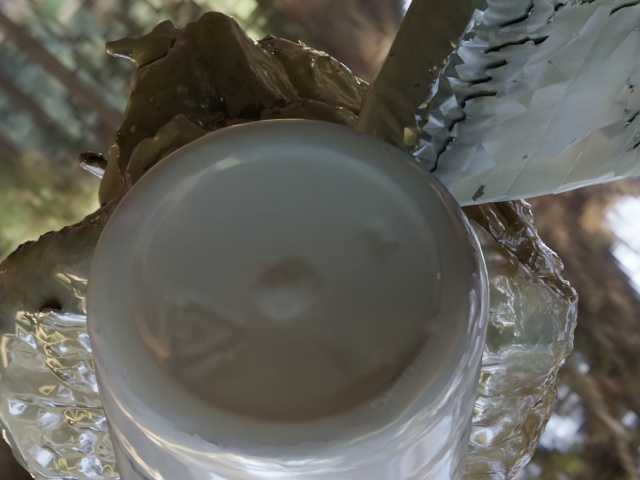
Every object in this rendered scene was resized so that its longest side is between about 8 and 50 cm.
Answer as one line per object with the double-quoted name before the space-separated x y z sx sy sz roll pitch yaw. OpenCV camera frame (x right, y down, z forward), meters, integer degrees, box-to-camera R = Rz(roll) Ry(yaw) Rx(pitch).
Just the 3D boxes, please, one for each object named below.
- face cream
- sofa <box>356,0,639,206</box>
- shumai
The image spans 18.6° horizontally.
"face cream" -0.007 0.071 0.488 0.082 0.082 0.269 -54 165 -24
"sofa" 0.055 -0.152 0.654 0.176 0.225 0.210 -12 140 -40
"shumai" 0.000 0.000 1.009 0.314 0.267 0.262 -17 -142 33
